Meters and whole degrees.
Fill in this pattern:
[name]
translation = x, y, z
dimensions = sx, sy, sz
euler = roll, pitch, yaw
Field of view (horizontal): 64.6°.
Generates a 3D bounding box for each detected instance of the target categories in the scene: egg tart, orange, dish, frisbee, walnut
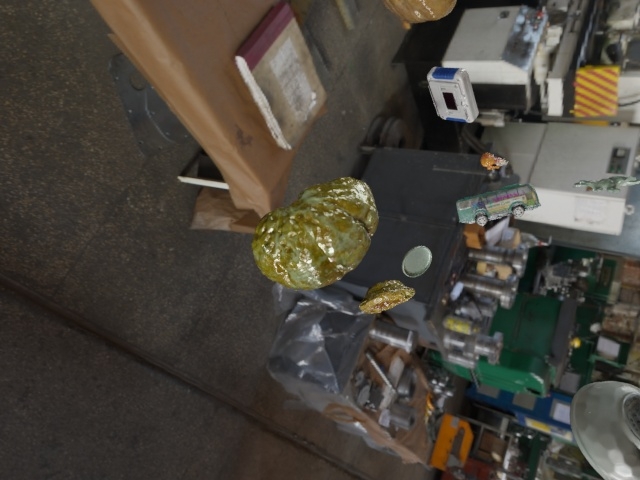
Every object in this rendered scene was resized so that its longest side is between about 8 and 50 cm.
[egg tart]
translation = 0.144, 0.124, 1.125
dimensions = 0.130, 0.130, 0.052
euler = 23, 45, -59
[orange]
translation = 0.000, 0.000, 1.330
dimensions = 0.368, 0.210, 0.271
euler = -35, 137, 7
[dish]
translation = 0.779, 0.471, 1.255
dimensions = 0.303, 0.303, 0.120
euler = -51, 168, -38
[frisbee]
translation = 0.305, 0.066, 1.603
dimensions = 0.110, 0.014, 0.110
euler = -12, 120, -21
[walnut]
translation = 0.293, -0.859, 1.563
dimensions = 0.343, 0.306, 0.306
euler = 27, 76, -41

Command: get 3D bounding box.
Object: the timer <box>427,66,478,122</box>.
[timer]
translation = 0.555, -0.608, 2.133
dimensions = 0.078, 0.178, 0.253
euler = -51, 134, -18

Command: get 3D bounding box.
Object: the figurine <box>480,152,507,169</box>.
[figurine]
translation = 0.535, -0.239, 1.551
dimensions = 0.109, 0.064, 0.047
euler = 4, 80, -37

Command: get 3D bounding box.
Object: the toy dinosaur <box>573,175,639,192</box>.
[toy dinosaur]
translation = 1.039, -0.201, 1.775
dimensions = 0.167, 0.241, 0.053
euler = -41, 123, -72

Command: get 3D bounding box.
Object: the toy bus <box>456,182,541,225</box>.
[toy bus]
translation = 0.589, -0.118, 1.686
dimensions = 0.091, 0.261, 0.109
euler = -18, 94, -68
